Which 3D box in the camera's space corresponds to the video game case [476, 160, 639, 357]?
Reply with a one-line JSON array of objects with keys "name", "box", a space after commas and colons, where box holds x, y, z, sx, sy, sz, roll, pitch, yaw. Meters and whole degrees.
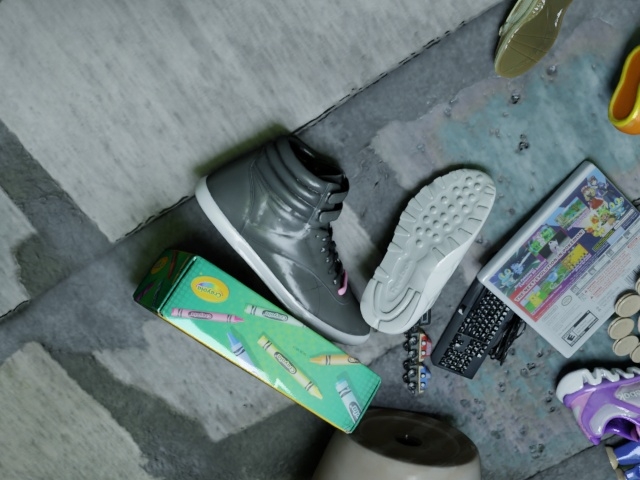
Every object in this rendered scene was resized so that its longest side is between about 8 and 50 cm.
[{"name": "video game case", "box": [0.330, 0.029, 1.032, 0.183, 0.023, 0.201, 40, 98, -21]}]

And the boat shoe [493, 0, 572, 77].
[{"name": "boat shoe", "box": [0.239, -0.255, 0.894, 0.056, 0.048, 0.153, 10, 122, -23]}]

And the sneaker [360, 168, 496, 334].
[{"name": "sneaker", "box": [0.138, 0.014, 1.000, 0.235, 0.090, 0.095, -53, 153, 4]}]

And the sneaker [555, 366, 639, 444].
[{"name": "sneaker", "box": [0.453, 0.225, 1.100, 0.237, 0.104, 0.095, -10, 141, 2]}]

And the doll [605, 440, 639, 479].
[{"name": "doll", "box": [0.522, 0.303, 1.172, 0.189, 0.046, 0.129, -22, 100, 15]}]

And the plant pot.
[{"name": "plant pot", "box": [0.091, 0.393, 1.080, 0.324, 0.323, 0.280, 8, 99, -8]}]

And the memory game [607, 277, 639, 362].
[{"name": "memory game", "box": [0.469, 0.093, 1.075, 0.186, 0.012, 0.186, -10, 127, -13]}]

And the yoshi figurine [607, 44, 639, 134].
[{"name": "yoshi figurine", "box": [0.518, -0.105, 0.912, 0.362, 0.203, 0.203, 13, 134, -20]}]

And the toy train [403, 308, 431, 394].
[{"name": "toy train", "box": [0.134, 0.142, 1.090, 0.036, 0.027, 0.158, -8, 117, -13]}]

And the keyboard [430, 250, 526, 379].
[{"name": "keyboard", "box": [0.233, 0.112, 1.075, 0.100, 0.038, 0.192, 19, 114, -14]}]

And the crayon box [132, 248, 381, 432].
[{"name": "crayon box", "box": [-0.080, 0.119, 0.974, 0.278, 0.165, 0.081, 36, 78, -19]}]

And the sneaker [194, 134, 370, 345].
[{"name": "sneaker", "box": [0.000, 0.000, 0.961, 0.147, 0.104, 0.295, -36, 109, 18]}]
